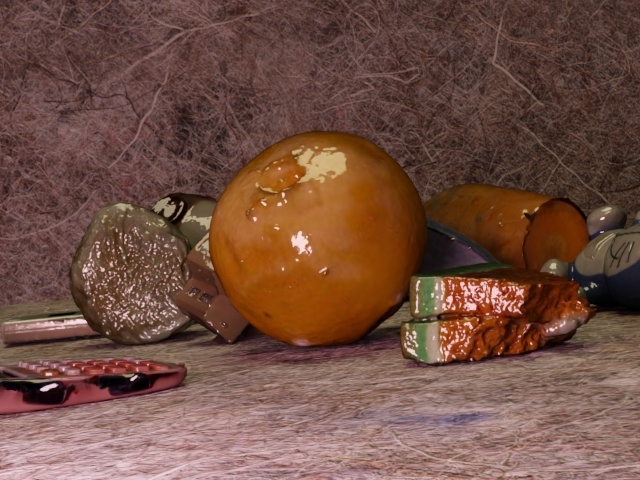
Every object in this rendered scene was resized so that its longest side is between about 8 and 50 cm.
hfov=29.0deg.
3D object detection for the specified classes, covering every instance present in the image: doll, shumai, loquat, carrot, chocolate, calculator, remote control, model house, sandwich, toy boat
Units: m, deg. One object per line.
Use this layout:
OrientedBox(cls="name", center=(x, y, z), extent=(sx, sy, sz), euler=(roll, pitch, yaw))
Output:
OrientedBox(cls="doll", center=(0.488, 0.034, 1.923), extent=(0.228, 0.154, 0.258), euler=(-42, 8, -21))
OrientedBox(cls="shumai", center=(-0.324, 0.068, 2.184), extent=(0.225, 0.261, 0.222), euler=(-38, 0, -7))
OrientedBox(cls="loquat", center=(0.000, 0.000, 1.783), extent=(0.328, 0.329, 0.328), euler=(-5, 1, 0))
OrientedBox(cls="carrot", center=(0.317, 0.007, 2.227), extent=(0.224, 0.224, 0.340), euler=(-6, 5, -34))
OrientedBox(cls="chocolate", center=(-0.231, 0.046, 2.508), extent=(0.186, 0.284, 0.283), euler=(19, 16, 37))
OrientedBox(cls="calculator", center=(-0.321, 0.172, 1.505), extent=(0.329, 0.048, 0.220), euler=(-3, -1, -25))
OrientedBox(cls="remote control", center=(-0.425, 0.156, 2.353), extent=(0.344, 0.050, 0.145), euler=(-5, 1, -3))
OrientedBox(cls="model house", center=(-0.089, 0.104, 1.988), extent=(0.248, 0.181, 0.176), euler=(24, 60, 29))
OrientedBox(cls="sandwich", center=(0.217, 0.086, 1.561), extent=(0.292, 0.109, 0.212), euler=(-6, 1, -35))
OrientedBox(cls="toy boat", center=(0.160, 0.030, 1.963), extent=(0.283, 0.127, 0.078), euler=(27, 15, 4))

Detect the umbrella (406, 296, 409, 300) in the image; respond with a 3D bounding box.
OrientedBox(cls="umbrella", center=(0.246, 0.057, 2.497), extent=(0.272, 0.122, 0.110), euler=(3, 23, -4))
